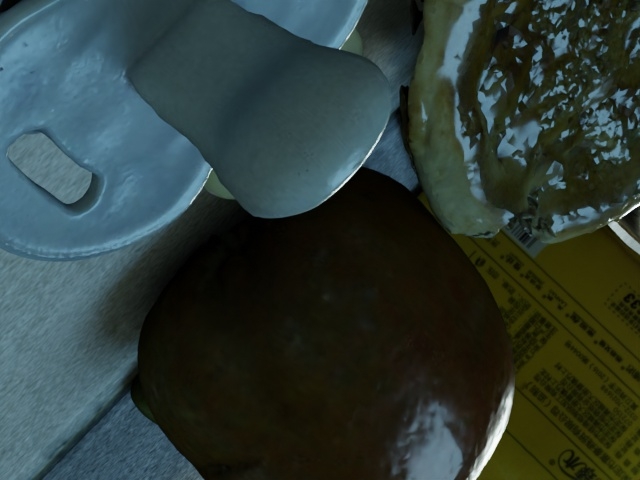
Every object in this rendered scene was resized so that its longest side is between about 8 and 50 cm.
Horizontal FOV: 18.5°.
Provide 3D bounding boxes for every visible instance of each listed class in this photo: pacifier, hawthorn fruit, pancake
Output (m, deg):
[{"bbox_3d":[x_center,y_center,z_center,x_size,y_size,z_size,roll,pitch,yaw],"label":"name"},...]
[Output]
[{"bbox_3d":[-0.054,-0.084,0.967,0.279,0.207,0.227,-46,149,-1],"label":"pacifier"},{"bbox_3d":[0.021,0.104,1.499,0.268,0.301,0.268,-40,-170,9],"label":"hawthorn fruit"},{"bbox_3d":[0.204,-0.161,1.481,0.382,0.071,0.382,-23,127,-34],"label":"pancake"}]

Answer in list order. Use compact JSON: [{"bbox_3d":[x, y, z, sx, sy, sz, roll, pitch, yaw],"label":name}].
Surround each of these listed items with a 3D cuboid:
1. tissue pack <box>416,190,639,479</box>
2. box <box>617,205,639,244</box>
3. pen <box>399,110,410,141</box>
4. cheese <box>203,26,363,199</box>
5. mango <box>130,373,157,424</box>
[{"bbox_3d":[0.221,0.113,1.949,0.293,0.382,0.228,-46,164,3],"label":"tissue pack"},{"bbox_3d":[0.335,-0.148,1.953,0.225,0.190,0.297,-46,165,-1],"label":"box"},{"bbox_3d":[0.091,-0.082,1.754,0.026,0.026,0.218,-45,166,-4],"label":"pen"},{"bbox_3d":[-0.018,-0.120,1.256,0.137,0.064,0.227,-36,162,-41],"label":"cheese"},{"bbox_3d":[-0.047,0.112,1.698,0.267,0.133,0.111,-18,106,-39],"label":"mango"}]
